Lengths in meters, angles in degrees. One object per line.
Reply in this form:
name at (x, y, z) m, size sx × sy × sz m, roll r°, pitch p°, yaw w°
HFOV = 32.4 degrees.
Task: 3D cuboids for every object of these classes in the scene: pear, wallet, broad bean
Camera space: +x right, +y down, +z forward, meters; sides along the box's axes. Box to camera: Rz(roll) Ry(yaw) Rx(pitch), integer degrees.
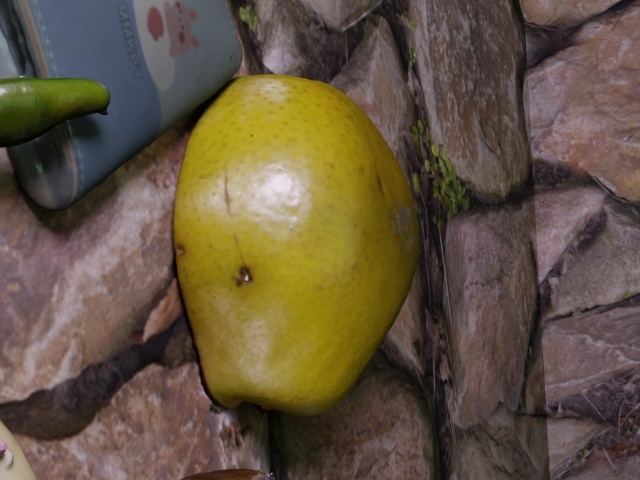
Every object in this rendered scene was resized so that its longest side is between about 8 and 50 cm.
pear at (0.000, 0.000, 1.224) m, size 0.340 × 0.191 × 0.386 m, roll 16°, pitch 71°, yaw -63°
wallet at (-0.180, -0.209, 1.018) m, size 0.360 × 0.083 × 0.252 m, roll -54°, pitch 139°, yaw -56°
broad bean at (-0.275, -0.086, 0.795) m, size 0.298 × 0.043 × 0.060 m, roll -15°, pitch 143°, yaw -47°

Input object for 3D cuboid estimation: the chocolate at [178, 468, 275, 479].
chocolate at (-0.099, 0.335, 1.070) m, size 0.148 × 0.093 × 0.214 m, roll 6°, pitch 79°, yaw -63°

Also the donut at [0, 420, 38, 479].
donut at (-0.299, 0.201, 0.579) m, size 0.371 × 0.150 × 0.307 m, roll -59°, pitch 134°, yaw -40°
